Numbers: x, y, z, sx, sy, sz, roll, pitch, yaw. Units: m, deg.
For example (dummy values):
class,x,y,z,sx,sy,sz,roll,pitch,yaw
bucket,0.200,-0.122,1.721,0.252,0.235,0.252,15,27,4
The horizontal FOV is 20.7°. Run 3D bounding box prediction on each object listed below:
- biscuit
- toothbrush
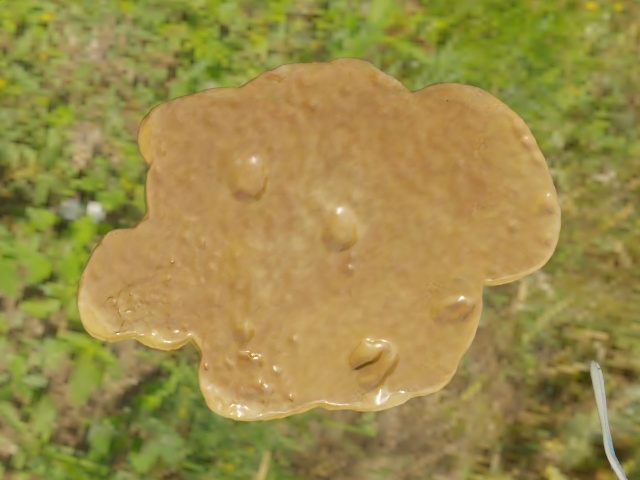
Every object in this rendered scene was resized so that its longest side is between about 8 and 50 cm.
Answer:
class,x,y,z,sx,sy,sz,roll,pitch,yaw
biscuit,-0.001,0.001,1.315,0.376,0.051,0.269,-15,79,-14
toothbrush,0.253,0.177,1.514,0.014,0.017,0.162,43,35,-55
